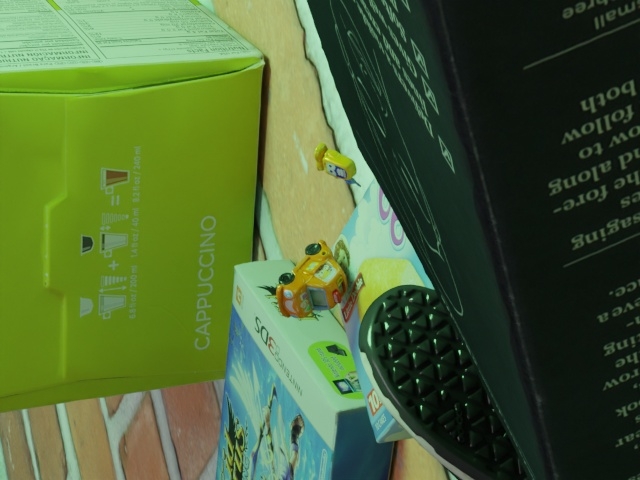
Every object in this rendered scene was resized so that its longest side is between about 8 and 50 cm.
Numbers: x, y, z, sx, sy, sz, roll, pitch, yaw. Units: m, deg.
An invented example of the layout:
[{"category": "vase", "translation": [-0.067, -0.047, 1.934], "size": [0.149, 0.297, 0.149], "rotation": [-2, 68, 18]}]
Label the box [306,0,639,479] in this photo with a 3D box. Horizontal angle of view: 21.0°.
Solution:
[{"category": "box", "translation": [0.114, -0.109, 0.725], "size": [0.395, 0.212, 0.293], "rotation": [70, 176, -51]}]

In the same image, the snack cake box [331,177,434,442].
[{"category": "snack cake box", "translation": [0.097, 0.009, 1.143], "size": [0.264, 0.089, 0.152], "rotation": [120, 138, -55]}]

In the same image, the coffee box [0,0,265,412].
[{"category": "coffee box", "translation": [-0.272, -0.059, 1.691], "size": [0.334, 0.338, 0.337], "rotation": [-137, 46, -57]}]

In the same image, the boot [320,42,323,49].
[{"category": "boot", "translation": [0.086, -0.249, 1.048], "size": [0.348, 0.131, 0.260], "rotation": [156, 115, -78]}]

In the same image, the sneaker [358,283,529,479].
[{"category": "sneaker", "translation": [0.104, 0.130, 1.051], "size": [0.234, 0.084, 0.097], "rotation": [46, 157, 3]}]

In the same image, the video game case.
[{"category": "video game case", "translation": [-0.021, 0.191, 1.505], "size": [0.244, 0.061, 0.269], "rotation": [-128, 39, -54]}]

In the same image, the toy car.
[{"category": "toy car", "translation": [0.000, 0.000, 1.194], "size": [0.040, 0.060, 0.122], "rotation": [24, 129, 30]}]
